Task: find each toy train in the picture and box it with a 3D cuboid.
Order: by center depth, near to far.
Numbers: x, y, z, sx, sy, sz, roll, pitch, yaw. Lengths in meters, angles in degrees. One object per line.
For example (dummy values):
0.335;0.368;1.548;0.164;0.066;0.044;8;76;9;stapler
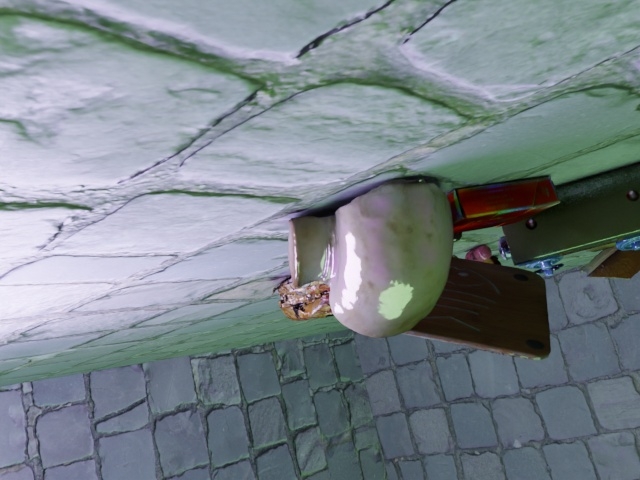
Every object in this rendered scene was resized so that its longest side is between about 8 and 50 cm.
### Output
0.456;-0.034;1.134;0.300;0.131;0.202;-17;161;16;toy train

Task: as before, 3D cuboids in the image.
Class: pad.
0.207;0.085;1.015;0.287;0.018;0.284;11;-156;13;pad

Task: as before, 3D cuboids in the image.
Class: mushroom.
0.085;0.027;0.841;0.236;0.173;0.162;-6;162;-14;mushroom

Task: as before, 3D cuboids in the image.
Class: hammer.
0.391;0.038;1.608;0.043;0.043;0.083;-10;167;-19;hammer

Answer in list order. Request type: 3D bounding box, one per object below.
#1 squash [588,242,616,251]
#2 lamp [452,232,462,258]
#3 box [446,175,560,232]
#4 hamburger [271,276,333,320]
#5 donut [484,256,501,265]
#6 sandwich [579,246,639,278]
0.769;-0.023;1.670;0.083;0.083;0.250;-12;172;-9;squash
0.202;0.045;1.240;0.118;0.118;0.253;-5;167;-37;lamp
0.259;-0.049;0.995;0.175;0.048;0.112;-9;168;-19;box
0.010;0.109;1.366;0.231;0.106;0.231;-17;176;-1;hamburger
0.477;0.088;1.915;0.141;0.059;0.140;-13;170;-2;donut
0.828;0.036;1.739;0.258;0.096;0.094;-41;176;7;sandwich
